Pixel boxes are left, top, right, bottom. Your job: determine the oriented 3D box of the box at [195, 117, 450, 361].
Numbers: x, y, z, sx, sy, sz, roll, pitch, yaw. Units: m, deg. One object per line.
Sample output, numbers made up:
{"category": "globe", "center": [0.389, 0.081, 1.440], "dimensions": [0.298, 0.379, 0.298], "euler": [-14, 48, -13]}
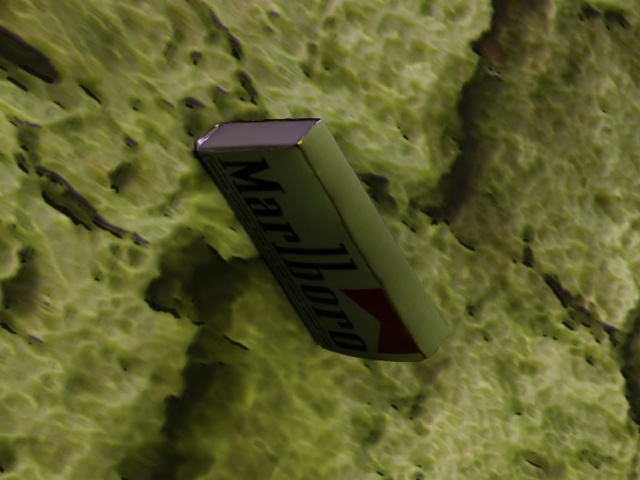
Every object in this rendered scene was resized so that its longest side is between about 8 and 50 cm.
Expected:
{"category": "box", "center": [0.000, 0.000, 0.914], "dimensions": [0.036, 0.115, 0.177], "euler": [-45, 117, -29]}
